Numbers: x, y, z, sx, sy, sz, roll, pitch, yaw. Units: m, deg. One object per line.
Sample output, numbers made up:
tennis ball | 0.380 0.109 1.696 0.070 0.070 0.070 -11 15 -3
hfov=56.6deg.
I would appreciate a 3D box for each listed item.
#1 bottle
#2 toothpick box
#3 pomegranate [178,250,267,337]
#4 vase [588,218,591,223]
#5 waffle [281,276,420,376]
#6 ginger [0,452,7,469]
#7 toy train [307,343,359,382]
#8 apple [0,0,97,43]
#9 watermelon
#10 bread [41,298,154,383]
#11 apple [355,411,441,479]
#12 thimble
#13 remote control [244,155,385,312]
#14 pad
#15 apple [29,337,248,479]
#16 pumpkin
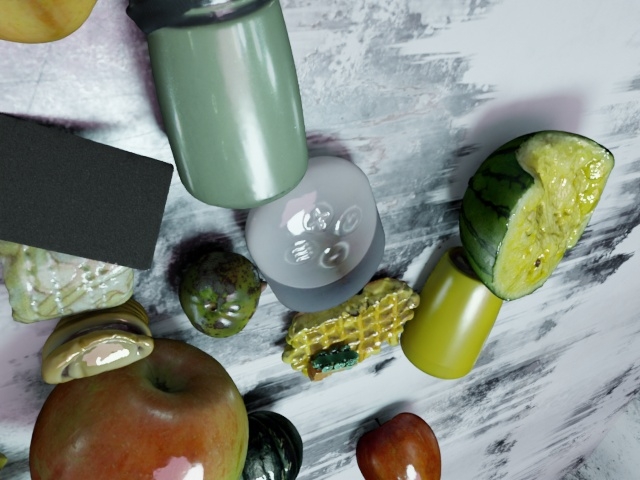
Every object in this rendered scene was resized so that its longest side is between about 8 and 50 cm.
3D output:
bottle | -0.112 -0.210 0.660 0.169 0.168 0.346 -23 133 -17
toothpick box | 0.290 0.147 1.268 0.175 0.175 0.271 -5 127 -32
pomegranate | -0.140 0.084 0.939 0.163 0.126 0.138 5 112 -39
vase | 0.465 -0.036 1.285 0.220 0.096 0.096 -21 137 -14
waffle | 0.064 0.174 1.215 0.310 0.065 0.283 15 120 -46
ginger | -0.578 0.463 0.961 0.359 0.211 0.413 -7 142 -48
toy train | 0.027 0.246 1.181 0.103 0.044 0.064 -8 138 -26
apple | -0.268 -0.261 0.496 0.199 0.199 0.199 -20 136 -20
watermelon | 0.375 -0.064 1.118 0.331 0.189 0.330 -23 136 -24
bread | -0.301 0.127 0.809 0.134 0.225 0.081 -14 95 -17
apple | 0.204 0.574 1.570 0.234 0.234 0.233 -20 136 -20
thimble | -0.316 0.002 0.732 0.144 0.137 0.190 -10 109 -25
remote control | 0.000 0.000 0.976 0.221 0.103 0.332 -32 141 -7
pad | -0.285 -0.053 0.680 0.212 0.142 0.003 16 164 -21
apple | -0.268 0.297 0.914 0.319 0.319 0.276 14 102 -43
pumpkin | -0.158 0.437 1.212 0.250 0.216 0.250 -14 166 -4
